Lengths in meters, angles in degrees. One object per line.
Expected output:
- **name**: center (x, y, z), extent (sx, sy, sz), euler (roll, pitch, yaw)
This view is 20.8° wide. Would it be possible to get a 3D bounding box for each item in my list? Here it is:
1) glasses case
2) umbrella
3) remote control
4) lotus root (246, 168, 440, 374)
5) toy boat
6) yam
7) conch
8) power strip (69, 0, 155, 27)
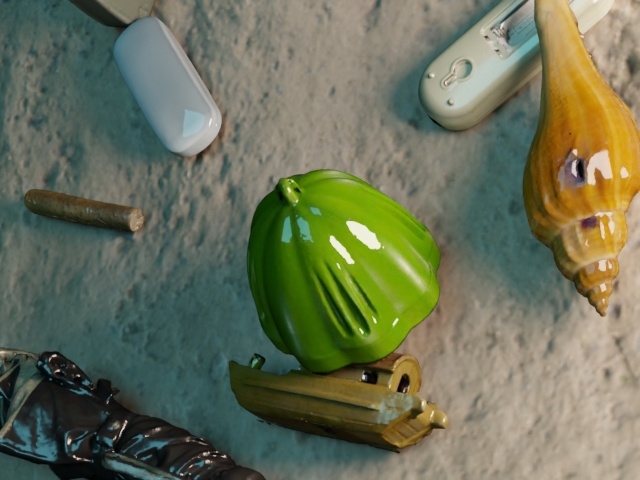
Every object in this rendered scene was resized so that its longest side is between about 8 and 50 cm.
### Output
- **glasses case**: center (-0.162, -0.162, 1.828), extent (0.067, 0.045, 0.178), euler (-39, 58, 12)
- **umbrella**: center (-0.204, 0.191, 1.687), extent (0.357, 0.106, 0.113), euler (19, 78, 33)
- **remote control**: center (0.183, -0.191, 1.646), extent (0.221, 0.042, 0.078), euler (-40, 59, 10)
- **lotus root**: center (0.000, 0.000, 1.572), extent (0.186, 0.186, 0.186), euler (-10, 67, 26)
- **toy boat**: center (0.013, 0.136, 1.610), extent (0.226, 0.068, 0.088), euler (8, 71, 34)
- **yam**: center (-0.251, -0.032, 1.839), extent (0.145, 0.032, 0.032), euler (10, 77, 31)
- **conch**: center (0.226, -0.093, 1.541), extent (0.109, 0.093, 0.330), euler (-10, 77, 17)
- **power strip**: center (-0.216, -0.377, 1.851), extent (0.059, 0.193, 0.265), euler (11, 77, 30)
